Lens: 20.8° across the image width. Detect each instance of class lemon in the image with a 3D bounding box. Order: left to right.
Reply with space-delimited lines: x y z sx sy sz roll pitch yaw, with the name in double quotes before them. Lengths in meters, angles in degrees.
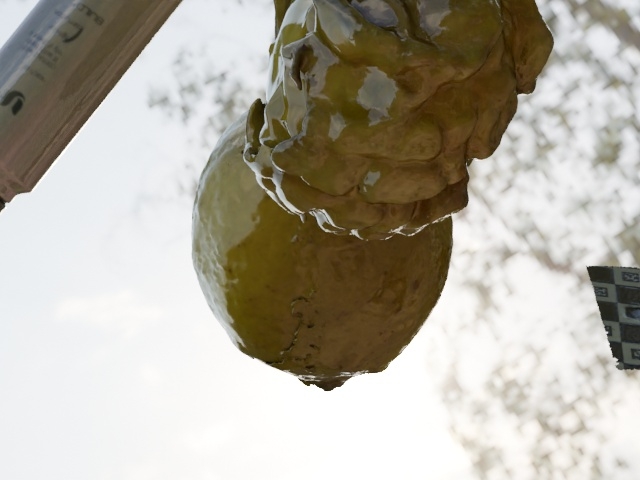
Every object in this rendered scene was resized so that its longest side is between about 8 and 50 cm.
"lemon" 0.000 0.000 1.669 0.254 0.253 0.310 -14 -63 -30

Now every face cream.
"face cream" -0.226 -0.105 1.355 0.311 0.092 0.092 -54 -24 -7

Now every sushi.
"sushi" 0.407 0.104 2.010 0.193 0.210 0.040 2 -58 -7

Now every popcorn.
"popcorn" 0.045 -0.121 1.213 0.190 0.250 0.250 17 -47 -30
